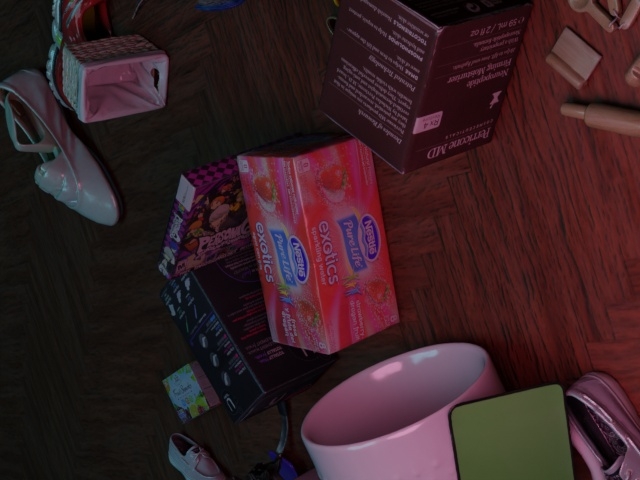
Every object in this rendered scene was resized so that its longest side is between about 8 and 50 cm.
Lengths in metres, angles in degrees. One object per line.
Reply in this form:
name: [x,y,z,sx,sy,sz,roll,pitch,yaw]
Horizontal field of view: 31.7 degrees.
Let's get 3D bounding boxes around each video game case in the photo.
video game case: [-0.136,-0.054,1.761,0.042,0.232,0.210,47,138,24]

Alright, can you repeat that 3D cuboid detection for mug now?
mug: [0.204,0.333,1.518,0.374,0.276,0.328,-18,103,25]

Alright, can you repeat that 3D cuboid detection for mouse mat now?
mouse mat: [0.241,0.275,1.394,0.007,0.153,0.189,-134,34,-75]

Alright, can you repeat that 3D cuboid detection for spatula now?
spatula: [-0.070,0.337,2.042,0.084,0.030,0.296,20,122,49]

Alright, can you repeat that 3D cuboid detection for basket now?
basket: [-0.368,-0.292,2.005,0.103,0.167,0.113,45,138,39]

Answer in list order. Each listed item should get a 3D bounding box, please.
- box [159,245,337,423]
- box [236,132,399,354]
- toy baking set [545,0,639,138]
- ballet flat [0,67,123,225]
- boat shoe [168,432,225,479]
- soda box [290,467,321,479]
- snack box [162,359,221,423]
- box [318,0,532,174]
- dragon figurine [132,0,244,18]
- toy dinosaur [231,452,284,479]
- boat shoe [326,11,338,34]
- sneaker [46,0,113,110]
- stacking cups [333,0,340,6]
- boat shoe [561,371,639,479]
box: [-0.125,0.143,1.900,0.270,0.165,0.143,58,142,16]
box: [0.000,0.000,1.681,0.142,0.154,0.300,7,111,50]
toy baking set: [0.347,-0.204,1.228,0.256,0.030,0.196,27,127,43]
ballet flat: [-0.556,-0.181,2.331,0.400,0.139,0.139,58,143,15]
boat shoe: [-0.257,0.452,2.324,0.184,0.066,0.063,30,131,54]
soda box: [0.039,0.535,1.947,0.286,0.091,0.098,54,141,19]
snack box: [-0.259,0.304,2.265,0.141,0.037,0.100,-37,76,53]
box: [0.125,-0.225,1.388,0.167,0.168,0.203,41,136,33]
dragon figurine: [-0.144,-0.380,1.636,0.144,0.289,0.085,-97,-1,-76]
toy dinosaur: [-0.088,0.508,1.906,0.322,0.164,0.218,-29,99,32]
boat shoe: [0.055,-0.265,1.564,0.135,0.045,0.050,52,141,22]
sneaker: [-0.444,-0.356,2.126,0.118,0.107,0.279,29,132,30]
stacking cups: [-0.019,-0.465,1.528,0.316,0.096,0.096,59,143,17]
boat shoe: [0.374,0.271,1.387,0.227,0.081,0.079,57,143,17]
